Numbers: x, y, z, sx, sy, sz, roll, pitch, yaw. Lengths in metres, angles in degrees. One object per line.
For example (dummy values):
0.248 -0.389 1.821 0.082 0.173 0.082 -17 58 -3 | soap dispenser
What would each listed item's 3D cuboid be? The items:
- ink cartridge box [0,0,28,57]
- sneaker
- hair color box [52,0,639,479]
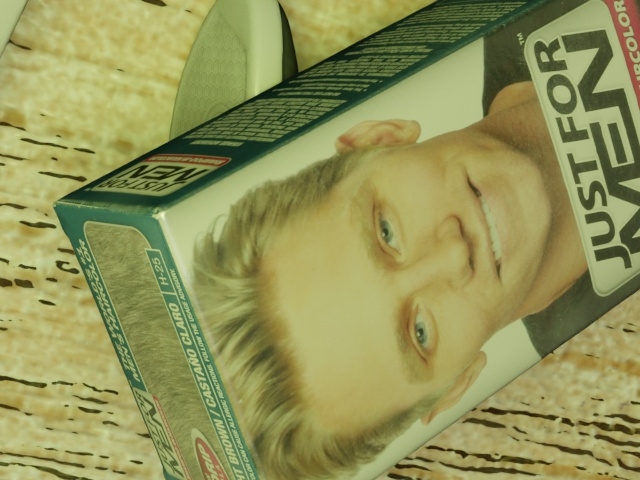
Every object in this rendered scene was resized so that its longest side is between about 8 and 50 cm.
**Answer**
-0.246 -0.137 0.736 0.198 0.115 0.273 16 108 -46 | ink cartridge box
0.000 0.000 0.900 0.147 0.104 0.295 -7 105 -26 | sneaker
0.057 -0.016 0.812 0.347 0.105 0.174 -31 112 -30 | hair color box
